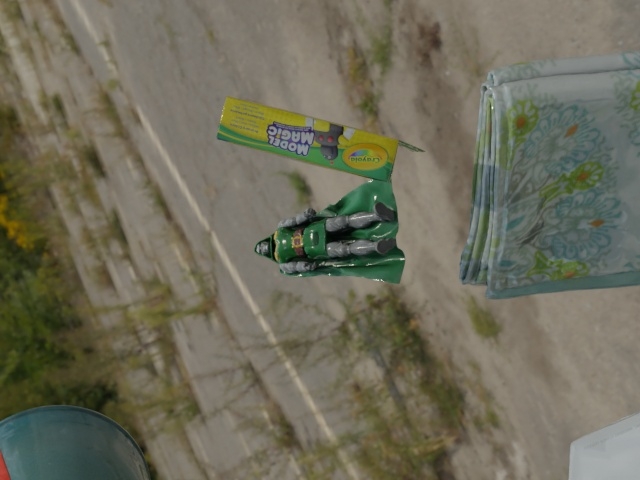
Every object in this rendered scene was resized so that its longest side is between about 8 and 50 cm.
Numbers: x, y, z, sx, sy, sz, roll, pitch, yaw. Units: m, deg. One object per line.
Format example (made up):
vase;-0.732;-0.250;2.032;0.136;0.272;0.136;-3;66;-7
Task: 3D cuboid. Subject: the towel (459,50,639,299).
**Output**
towel;0.366;-0.079;1.240;0.090;0.375;0.320;-108;14;-51

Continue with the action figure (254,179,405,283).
action figure;0.000;0.000;1.282;0.232;0.063;0.137;-11;76;43

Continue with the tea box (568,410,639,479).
tea box;0.405;0.348;0.869;0.220;0.329;0.323;-40;27;45

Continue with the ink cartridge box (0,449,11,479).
ink cartridge box;-0.409;0.324;0.757;0.308;0.385;0.091;55;167;36

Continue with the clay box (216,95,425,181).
clay box;0.000;-0.109;1.109;0.127;0.222;0.053;-99;24;-84

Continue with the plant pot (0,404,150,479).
plant pot;-0.332;0.381;1.252;0.255;0.272;0.271;-150;41;-69
